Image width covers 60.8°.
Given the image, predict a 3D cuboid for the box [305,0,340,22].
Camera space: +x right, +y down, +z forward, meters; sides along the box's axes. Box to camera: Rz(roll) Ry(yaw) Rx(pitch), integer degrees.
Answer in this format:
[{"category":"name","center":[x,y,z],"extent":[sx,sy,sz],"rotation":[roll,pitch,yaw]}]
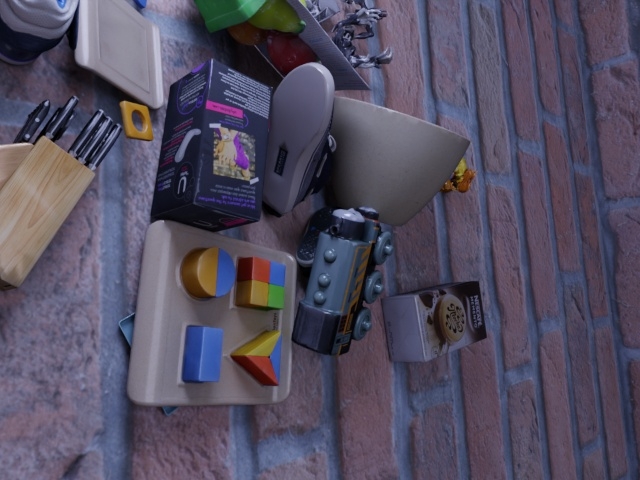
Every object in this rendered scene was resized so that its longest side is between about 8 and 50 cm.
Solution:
[{"category":"box","center":[-0.069,-0.616,1.291],"extent":[0.183,0.056,0.231],"rotation":[-43,112,-38]}]

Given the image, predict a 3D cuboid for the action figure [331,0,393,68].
[{"category":"action figure","center":[0.104,-0.513,1.374],"extent":[0.164,0.140,0.276],"rotation":[56,42,-54]}]

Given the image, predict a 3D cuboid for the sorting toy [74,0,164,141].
[{"category":"sorting toy","center":[-0.356,-0.338,0.951],"extent":[0.196,0.047,0.348],"rotation":[21,60,-65]}]

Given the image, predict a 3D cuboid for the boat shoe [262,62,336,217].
[{"category":"boat shoe","center":[-0.026,-0.214,1.123],"extent":[0.127,0.341,0.158],"rotation":[39,41,15]}]

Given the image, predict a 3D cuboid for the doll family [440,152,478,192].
[{"category":"doll family","center":[0.373,-0.216,1.594],"extent":[0.262,0.118,0.163],"rotation":[3,81,-43]}]

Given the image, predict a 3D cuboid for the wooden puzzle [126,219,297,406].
[{"category":"wooden puzzle","center":[-0.173,0.147,1.035],"extent":[0.347,0.080,0.323],"rotation":[16,71,-44]}]

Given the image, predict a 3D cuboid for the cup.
[{"category":"cup","center":[0.153,-0.170,1.283],"extent":[0.330,0.331,0.237],"rotation":[8,104,-42]}]

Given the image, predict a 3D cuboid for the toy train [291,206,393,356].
[{"category":"toy train","center":[0.047,0.089,1.160],"extent":[0.190,0.142,0.334],"rotation":[1,105,-62]}]

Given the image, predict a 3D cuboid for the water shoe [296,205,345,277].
[{"category":"water shoe","center":[0.000,0.000,1.259],"extent":[0.203,0.072,0.080],"rotation":[-55,151,-39]}]

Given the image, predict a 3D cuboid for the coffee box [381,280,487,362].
[{"category":"coffee box","center":[0.311,0.211,1.466],"extent":[0.297,0.118,0.168],"rotation":[-7,87,-43]}]

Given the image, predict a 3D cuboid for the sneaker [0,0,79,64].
[{"category":"sneaker","center":[-0.422,-0.441,0.807],"extent":[0.130,0.236,0.323],"rotation":[4,81,-43]}]

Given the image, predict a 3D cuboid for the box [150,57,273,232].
[{"category":"box","center":[-0.200,-0.166,1.018],"extent":[0.143,0.165,0.271],"rotation":[16,73,-40]}]

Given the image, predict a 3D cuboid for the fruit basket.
[{"category":"fruit basket","center":[-0.082,-0.430,1.073],"extent":[0.353,0.327,0.166],"rotation":[37,84,-30]}]

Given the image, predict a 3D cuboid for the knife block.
[{"category":"knife block","center":[-0.414,-0.081,0.856],"extent":[0.242,0.088,0.276],"rotation":[-15,93,-43]}]

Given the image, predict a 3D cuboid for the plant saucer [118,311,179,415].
[{"category":"plant saucer","center":[-0.292,0.213,0.972],"extent":[0.067,0.018,0.192],"rotation":[-33,107,-41]}]
